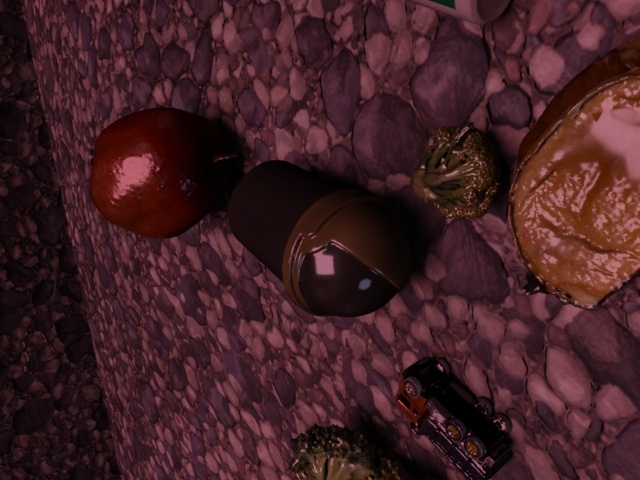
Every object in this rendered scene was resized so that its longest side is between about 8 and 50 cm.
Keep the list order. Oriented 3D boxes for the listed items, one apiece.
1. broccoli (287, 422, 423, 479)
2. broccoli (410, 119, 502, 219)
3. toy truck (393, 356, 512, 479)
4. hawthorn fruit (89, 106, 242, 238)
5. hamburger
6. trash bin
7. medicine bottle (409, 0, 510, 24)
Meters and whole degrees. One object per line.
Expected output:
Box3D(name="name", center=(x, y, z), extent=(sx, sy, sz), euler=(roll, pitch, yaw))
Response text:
Box3D(name="broccoli", center=(0.079, 0.481, 0.941), extent=(0.249, 0.302, 0.376), euler=(-31, 70, 11))
Box3D(name="broccoli", center=(0.179, -0.088, 0.735), extent=(0.131, 0.120, 0.130), euler=(-162, 54, -73))
Box3D(name="toy truck", center=(0.203, 0.277, 0.860), extent=(0.192, 0.083, 0.092), euler=(42, 137, 31))
Box3D(name="hawthorn fruit", center=(-0.313, -0.151, 1.199), extent=(0.368, 0.284, 0.285), euler=(-10, 95, 28))
Box3D(name="hamburger", center=(0.308, -0.075, 0.575), extent=(0.211, 0.132, 0.309), euler=(54, 137, 23))
Box3D(name="trash bin", center=(0.000, 0.000, 0.904), extent=(0.333, 0.214, 0.214), euler=(32, 125, 43))
Box3D(name="medicine bottle", center=(0.125, -0.361, 0.723), extent=(0.260, 0.095, 0.095), euler=(37, 128, 34))
